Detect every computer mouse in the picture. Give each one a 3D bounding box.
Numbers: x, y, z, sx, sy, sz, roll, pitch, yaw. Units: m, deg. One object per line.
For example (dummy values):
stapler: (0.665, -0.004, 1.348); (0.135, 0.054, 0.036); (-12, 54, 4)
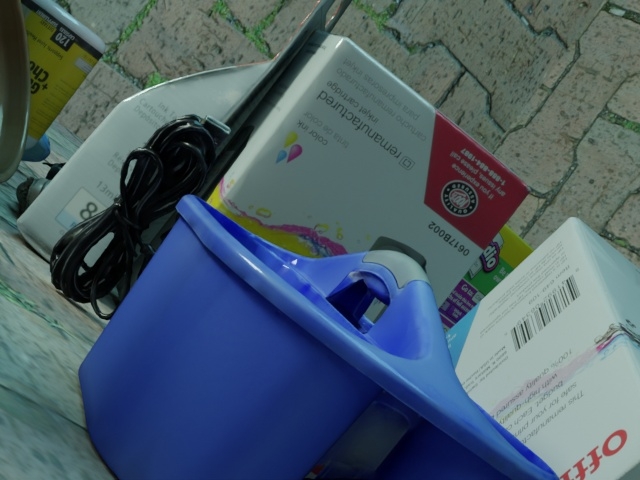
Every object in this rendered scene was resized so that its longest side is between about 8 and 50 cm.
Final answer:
computer mouse: (-0.058, 0.049, 0.995); (0.272, 0.188, 0.072); (46, 23, 4)

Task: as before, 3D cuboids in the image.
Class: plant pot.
plant pot: (-0.347, -0.166, 1.180); (0.109, 0.237, 0.237); (-4, -4, 5)

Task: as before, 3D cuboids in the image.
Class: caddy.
caddy: (0.001, 0.083, 0.771); (0.241, 0.179, 0.341); (36, 1, -17)

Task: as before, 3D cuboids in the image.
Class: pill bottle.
pill bottle: (-0.313, -0.159, 1.347); (0.103, 0.184, 0.103); (36, 0, 0)

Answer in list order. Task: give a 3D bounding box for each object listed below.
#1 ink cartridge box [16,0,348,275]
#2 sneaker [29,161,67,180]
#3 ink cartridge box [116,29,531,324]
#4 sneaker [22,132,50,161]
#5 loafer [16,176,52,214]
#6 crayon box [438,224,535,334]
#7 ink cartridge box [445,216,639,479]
ink cartridge box: (-0.112, -0.134, 1.254); (0.091, 0.385, 0.308); (39, 0, -1)
sneaker: (-0.286, -0.053, 1.531); (0.089, 0.051, 0.170); (37, -4, -19)
ink cartridge box: (0.000, 0.000, 1.168); (0.226, 0.306, 0.131); (37, 1, -16)
sneaker: (-0.382, -0.123, 1.536); (0.162, 0.063, 0.073); (26, 22, -48)
loafer: (-0.280, -0.040, 1.271); (0.039, 0.045, 0.125); (20, -5, -6)
crayon box: (0.129, 0.090, 1.715); (0.106, 0.313, 0.363); (37, 0, 43)
ink cartridge box: (0.190, 0.163, 0.880); (0.197, 0.198, 0.270); (37, 22, -19)
